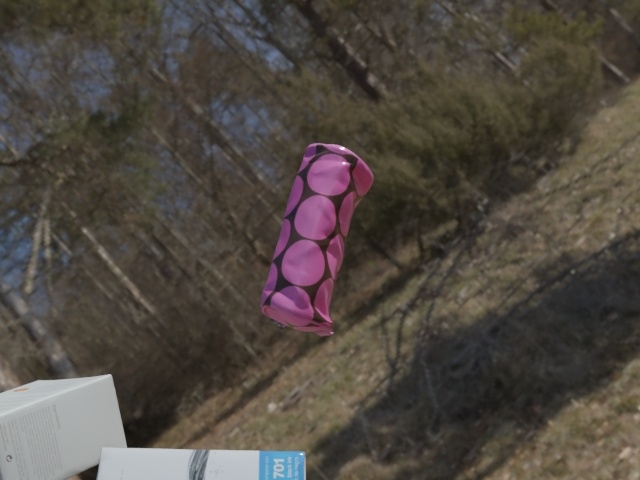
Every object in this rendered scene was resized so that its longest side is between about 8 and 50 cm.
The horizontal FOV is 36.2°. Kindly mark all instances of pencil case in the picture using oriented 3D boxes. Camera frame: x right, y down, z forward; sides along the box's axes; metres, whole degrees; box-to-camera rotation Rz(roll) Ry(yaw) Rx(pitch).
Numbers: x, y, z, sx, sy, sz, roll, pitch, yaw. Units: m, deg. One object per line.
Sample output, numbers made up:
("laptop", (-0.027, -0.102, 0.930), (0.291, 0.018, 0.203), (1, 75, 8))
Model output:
("pencil case", (0.000, 0.000, 1.103), (0.095, 0.098, 0.209), (-3, 66, 53))

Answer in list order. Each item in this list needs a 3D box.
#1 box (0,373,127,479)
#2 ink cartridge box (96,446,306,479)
("box", (-0.320, 0.213, 1.061), (0.130, 0.091, 0.170), (-10, 3, 35))
("ink cartridge box", (-0.112, 0.262, 0.928), (0.139, 0.191, 0.082), (98, 174, -51))
